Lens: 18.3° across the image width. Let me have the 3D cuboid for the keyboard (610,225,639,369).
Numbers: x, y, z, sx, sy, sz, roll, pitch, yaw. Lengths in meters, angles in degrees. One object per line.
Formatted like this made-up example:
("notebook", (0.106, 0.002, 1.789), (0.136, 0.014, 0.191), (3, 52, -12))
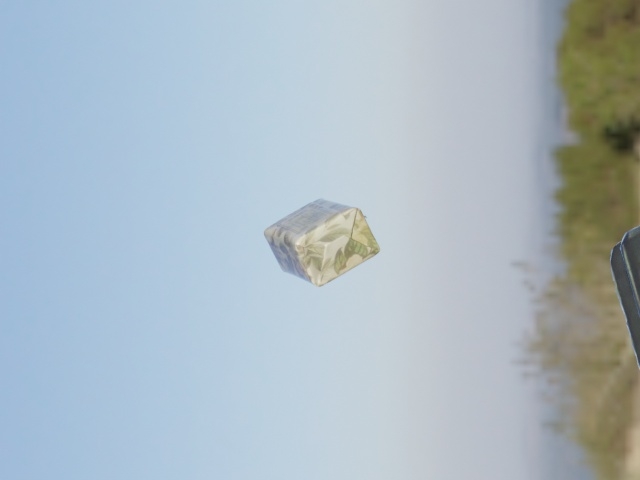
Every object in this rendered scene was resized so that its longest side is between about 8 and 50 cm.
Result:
("keyboard", (0.129, 0.087, 0.466), (0.025, 0.093, 0.230), (12, -122, -45))

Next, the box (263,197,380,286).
("box", (0.000, 0.000, 1.522), (0.045, 0.062, 0.098), (63, 170, -14))
